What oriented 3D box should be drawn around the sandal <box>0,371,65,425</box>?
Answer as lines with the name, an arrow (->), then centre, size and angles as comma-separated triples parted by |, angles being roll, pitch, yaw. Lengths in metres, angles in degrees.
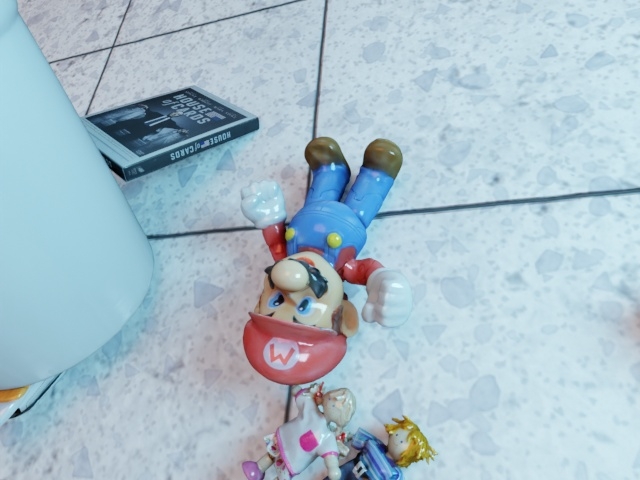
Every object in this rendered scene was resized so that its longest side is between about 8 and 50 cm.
sandal -> -0.396, 0.166, 0.633 | 0.101, 0.076, 0.265 | 4, 46, 15

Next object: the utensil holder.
utensil holder -> -0.418, -0.056, 0.528 | 0.327, 0.386, 0.328 | -6, 45, 6

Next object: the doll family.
doll family -> 0.046, 0.252, 0.420 | 0.163, 0.118, 0.263 | -42, 39, 2

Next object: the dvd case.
dvd case -> -0.244, -0.180, 0.719 | 0.179, 0.030, 0.238 | 32, 48, 30

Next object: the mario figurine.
mario figurine -> 0.000, 0.000, 0.514 | 0.198, 0.170, 0.321 | -22, 41, 49
